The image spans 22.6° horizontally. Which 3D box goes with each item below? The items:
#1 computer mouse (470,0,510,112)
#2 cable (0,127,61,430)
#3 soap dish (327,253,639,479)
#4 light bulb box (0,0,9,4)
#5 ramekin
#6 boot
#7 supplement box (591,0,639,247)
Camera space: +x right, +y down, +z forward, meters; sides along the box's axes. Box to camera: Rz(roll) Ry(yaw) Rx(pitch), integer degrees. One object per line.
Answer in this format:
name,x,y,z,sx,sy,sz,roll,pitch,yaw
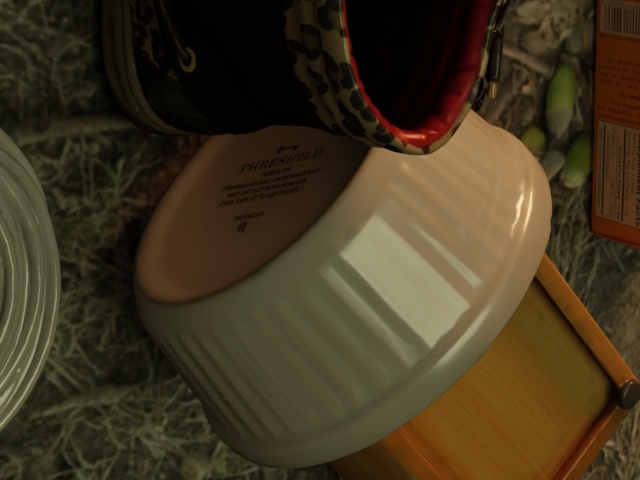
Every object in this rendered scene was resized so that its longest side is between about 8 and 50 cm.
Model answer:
computer mouse,0.060,-0.142,1.158,0.193,0.042,0.106,-7,111,-40
cable,-0.280,0.025,0.931,0.257,0.089,0.257,-33,120,-25
soap dish,0.105,0.101,1.197,0.229,0.118,0.291,-51,128,-13
light bulb box,-0.199,-0.279,0.649,0.358,0.225,0.361,-21,154,8
ramekin,0.000,0.000,1.016,0.127,0.273,0.273,45,75,-27
boot,-0.025,-0.231,0.919,0.138,0.284,0.377,-5,104,-34
supplement box,0.270,-0.115,1.289,0.078,0.080,0.233,-11,111,-30
